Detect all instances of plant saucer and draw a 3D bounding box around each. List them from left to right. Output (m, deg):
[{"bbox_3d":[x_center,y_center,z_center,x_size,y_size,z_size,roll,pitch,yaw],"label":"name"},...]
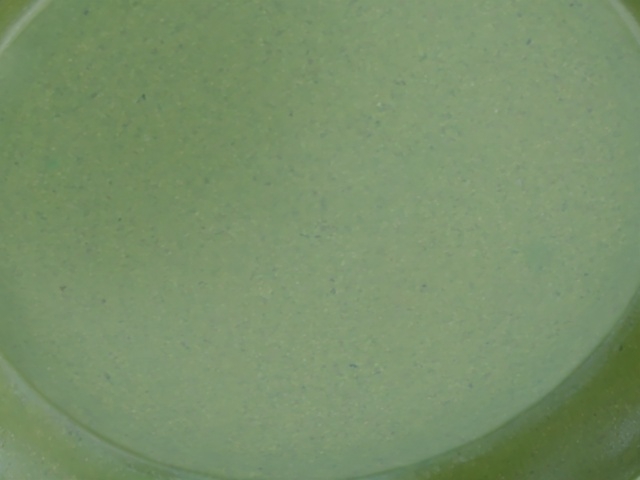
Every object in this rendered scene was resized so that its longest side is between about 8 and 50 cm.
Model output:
[{"bbox_3d":[0.000,0.000,0.511,0.241,0.241,0.037,-46,-152,23],"label":"plant saucer"}]
